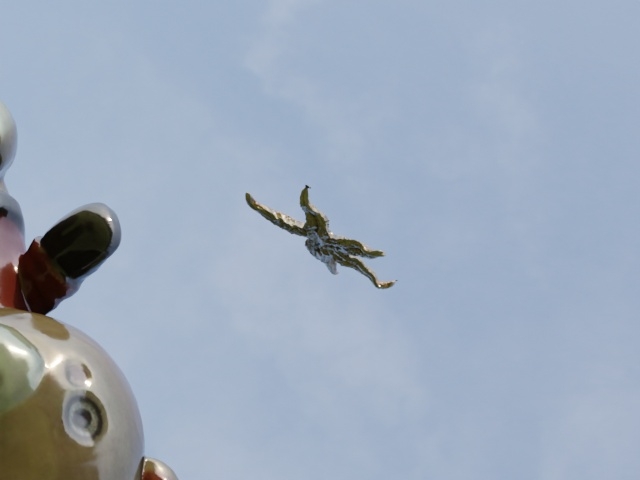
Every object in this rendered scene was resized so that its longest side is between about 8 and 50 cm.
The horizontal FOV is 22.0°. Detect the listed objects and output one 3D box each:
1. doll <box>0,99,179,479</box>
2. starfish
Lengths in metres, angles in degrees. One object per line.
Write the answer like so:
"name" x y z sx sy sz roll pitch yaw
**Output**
"doll" -0.231 0.074 1.012 0.330 0.235 0.174 66 -28 23
"starfish" 0.000 0.000 0.852 0.092 0.086 0.016 29 -109 -4
